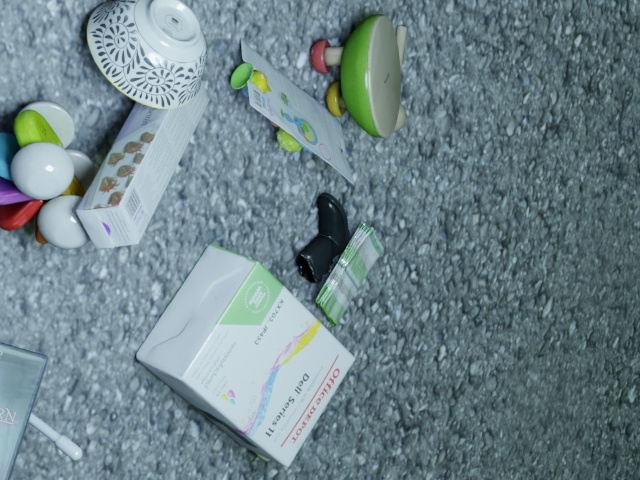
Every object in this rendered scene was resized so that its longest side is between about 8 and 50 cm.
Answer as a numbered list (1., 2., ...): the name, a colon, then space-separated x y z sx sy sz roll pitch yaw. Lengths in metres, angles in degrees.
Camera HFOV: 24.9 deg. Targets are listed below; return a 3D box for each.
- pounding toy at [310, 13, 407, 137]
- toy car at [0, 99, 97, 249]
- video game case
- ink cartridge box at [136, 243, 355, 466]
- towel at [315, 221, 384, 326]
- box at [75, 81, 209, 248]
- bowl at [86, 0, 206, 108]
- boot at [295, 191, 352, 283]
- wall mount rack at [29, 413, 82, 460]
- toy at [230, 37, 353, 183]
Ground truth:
1. pounding toy: 0.054 -0.245 2.181 0.237 0.110 0.183 -14 103 -73
2. toy car: -0.358 -0.074 1.802 0.136 0.159 0.182 -18 127 4
3. video game case: -0.448 0.241 1.690 0.196 0.026 0.274 21 84 -33
4. ink cartridge box: -0.085 0.191 2.151 0.207 0.119 0.353 -58 134 -15
5. towel: 0.050 0.056 2.285 0.152 0.023 0.113 -59 155 -12
6. box: -0.221 -0.113 1.849 0.324 0.063 0.067 -72 149 -48
7. bowl: -0.205 -0.260 1.851 0.170 0.080 0.170 23 47 -27
8. boot: 0.000 0.000 2.226 0.099 0.045 0.121 -46 137 -29
9. wall mount rack: -0.477 0.238 1.753 0.350 0.130 0.304 -51 122 -19
10. toy: -0.049 -0.175 2.096 0.056 0.137 0.237 -29 137 21
